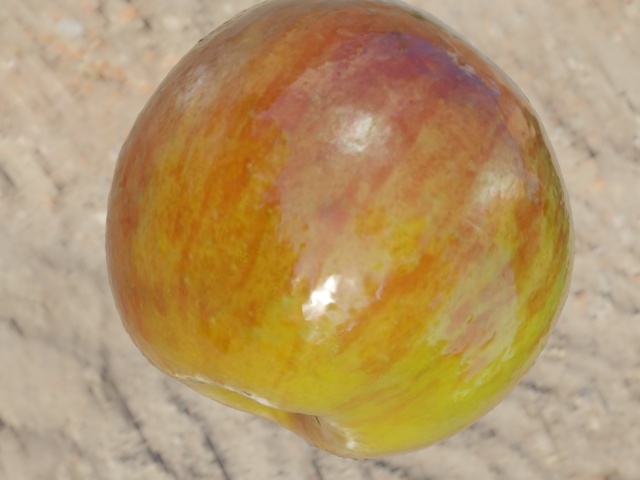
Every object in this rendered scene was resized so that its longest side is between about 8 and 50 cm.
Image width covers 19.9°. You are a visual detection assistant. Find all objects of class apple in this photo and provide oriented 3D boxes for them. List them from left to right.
[{"bbox_3d":[0.000,0.000,1.110,0.301,0.301,0.301,24,51,-34],"label":"apple"}]
